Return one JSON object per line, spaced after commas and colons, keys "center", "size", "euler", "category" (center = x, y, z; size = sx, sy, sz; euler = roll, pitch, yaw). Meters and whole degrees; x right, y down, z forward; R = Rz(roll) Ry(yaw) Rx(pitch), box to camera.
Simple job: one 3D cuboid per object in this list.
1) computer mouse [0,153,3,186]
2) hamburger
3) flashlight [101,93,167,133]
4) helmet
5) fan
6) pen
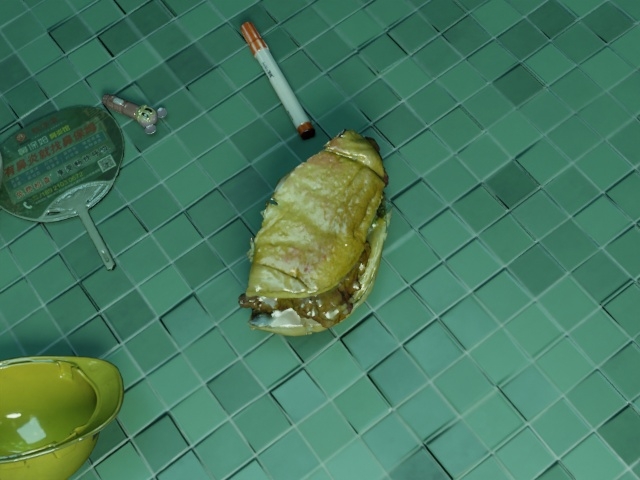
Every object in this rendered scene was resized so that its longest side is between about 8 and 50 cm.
{"center": [-0.585, -0.040, 1.438], "size": [0.184, 0.121, 0.297], "euler": [15, 68, 11], "category": "computer mouse"}
{"center": [0.000, 0.000, 1.338], "size": [0.282, 0.155, 0.245], "euler": [-24, 68, -9], "category": "hamburger"}
{"center": [-0.301, -0.209, 1.535], "size": [0.110, 0.031, 0.052], "euler": [24, 70, 16], "category": "flashlight"}
{"center": [-0.381, 0.262, 1.267], "size": [0.256, 0.140, 0.205], "euler": [-5, 32, -10], "category": "helmet"}
{"center": [-0.377, -0.105, 1.508], "size": [0.294, 0.012, 0.223], "euler": [27, 70, 17], "category": "fan"}
{"center": [-0.070, -0.258, 1.535], "size": [0.028, 0.028, 0.239], "euler": [-26, 66, -6], "category": "pen"}
